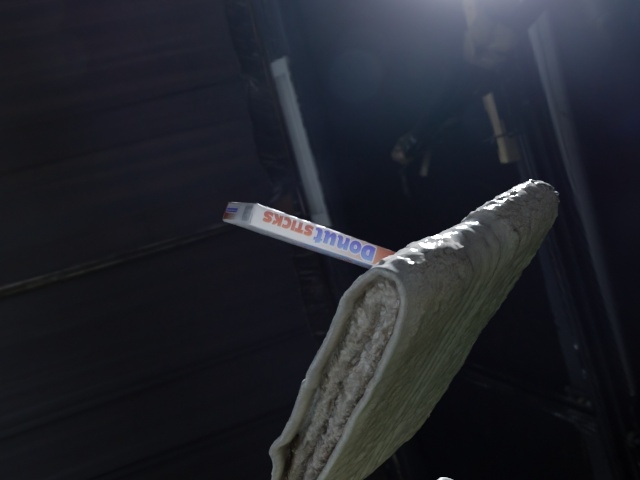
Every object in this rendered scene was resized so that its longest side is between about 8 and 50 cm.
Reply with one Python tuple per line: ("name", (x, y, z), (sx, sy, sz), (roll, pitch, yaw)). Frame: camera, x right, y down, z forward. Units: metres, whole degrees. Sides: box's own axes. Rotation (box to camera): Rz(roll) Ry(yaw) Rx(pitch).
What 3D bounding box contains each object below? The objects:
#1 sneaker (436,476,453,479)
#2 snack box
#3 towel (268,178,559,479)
("sneaker", (0.169, 0.388, 0.746), (0.222, 0.118, 0.083), (53, 14, 1))
("snack box", (0.000, 0.000, 0.619), (0.064, 0.178, 0.022), (7, -100, 60))
("towel", (0.055, 0.088, 0.457), (0.049, 0.187, 0.282), (40, -48, 23))
